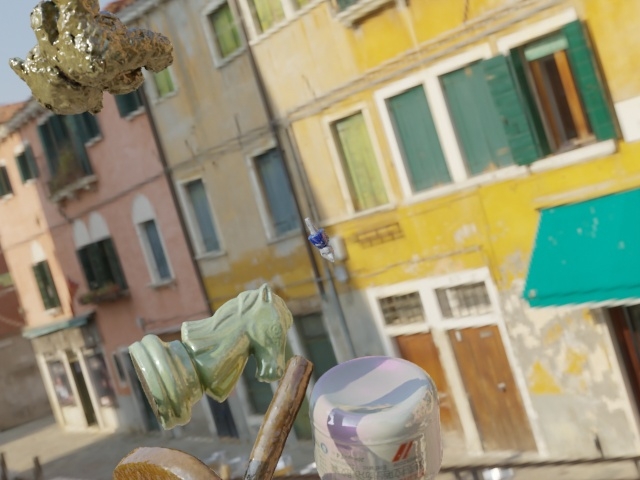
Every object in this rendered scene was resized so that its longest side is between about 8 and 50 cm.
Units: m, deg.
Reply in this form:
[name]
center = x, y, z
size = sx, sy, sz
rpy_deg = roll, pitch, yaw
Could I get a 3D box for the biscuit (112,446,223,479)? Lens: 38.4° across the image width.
[biscuit]
center = -0.201, 0.472, 1.496
size = 0.063, 0.314, 0.367
rpy_deg = -37, 13, -37

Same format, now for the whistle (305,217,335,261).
[whistle]
center = 0.000, 0.000, 1.468
size = 0.029, 0.083, 0.033
rpy_deg = -35, 13, -11

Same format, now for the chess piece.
[chess piece]
center = -0.179, 0.205, 1.654
size = 0.298, 0.175, 0.176
rpy_deg = -25, 4, -17

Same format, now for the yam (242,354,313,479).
[yam]
center = -0.070, 0.308, 1.543
size = 0.057, 0.241, 0.057
rpy_deg = 18, -18, 6

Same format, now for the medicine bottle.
[medicine bottle]
center = 0.109, 0.398, 1.727
size = 0.241, 0.302, 0.241
rpy_deg = -6, 24, 3

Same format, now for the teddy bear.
[teddy bear]
center = -0.432, -0.324, 1.656
size = 0.267, 0.156, 0.256
rpy_deg = 33, -38, -28
